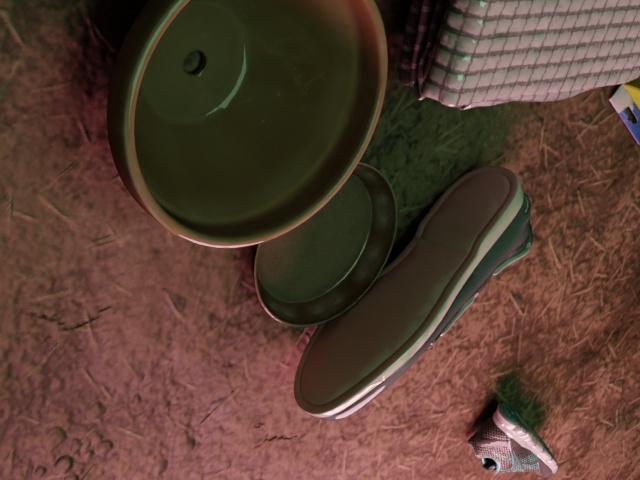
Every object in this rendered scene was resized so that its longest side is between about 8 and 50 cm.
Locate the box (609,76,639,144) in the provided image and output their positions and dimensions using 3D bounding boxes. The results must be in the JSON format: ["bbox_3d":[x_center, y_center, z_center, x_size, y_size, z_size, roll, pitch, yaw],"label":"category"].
[{"bbox_3d":[0.411,-0.199,1.339,0.178,0.042,0.109,-54,137,-4],"label":"box"}]

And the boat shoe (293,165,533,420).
[{"bbox_3d":[0.105,0.068,1.172,0.319,0.116,0.099,-48,133,-16],"label":"boat shoe"}]

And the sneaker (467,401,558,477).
[{"bbox_3d":[0.234,0.259,1.451,0.076,0.065,0.166,-40,134,6],"label":"sneaker"}]

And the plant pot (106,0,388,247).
[{"bbox_3d":[-0.071,-0.121,0.906,0.237,0.110,0.237,-20,125,-31],"label":"plant pot"}]

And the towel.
[{"bbox_3d":[0.199,-0.246,1.056,0.284,0.121,0.235,-14,131,-36],"label":"towel"}]

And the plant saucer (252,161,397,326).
[{"bbox_3d":[0.000,0.000,1.100,0.168,0.029,0.168,-22,128,-31],"label":"plant saucer"}]
